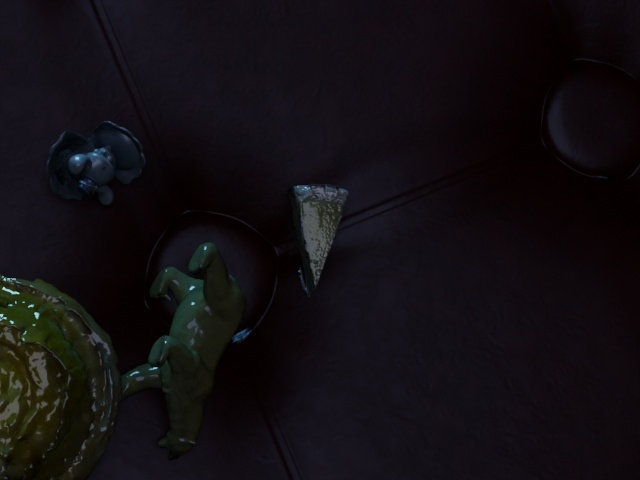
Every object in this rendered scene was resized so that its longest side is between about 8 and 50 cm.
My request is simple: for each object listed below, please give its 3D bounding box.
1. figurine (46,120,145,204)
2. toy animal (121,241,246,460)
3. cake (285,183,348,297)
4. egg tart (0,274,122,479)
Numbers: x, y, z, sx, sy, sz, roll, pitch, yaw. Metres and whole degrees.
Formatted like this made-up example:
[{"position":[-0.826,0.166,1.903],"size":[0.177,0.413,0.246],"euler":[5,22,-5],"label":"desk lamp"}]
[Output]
[{"position":[-0.242,-0.077,1.330],"size":[0.082,0.094,0.086],"euler":[15,43,29],"label":"figurine"},{"position":[-0.140,0.118,1.321],"size":[0.101,0.103,0.218],"euler":[29,73,-28],"label":"toy animal"},{"position":[0.000,0.000,1.376],"size":[0.065,0.052,0.121],"euler":[-3,82,-14],"label":"cake"},{"position":[-0.347,0.157,1.249],"size":[0.291,0.107,0.290],"euler":[1,81,-6],"label":"egg tart"}]
